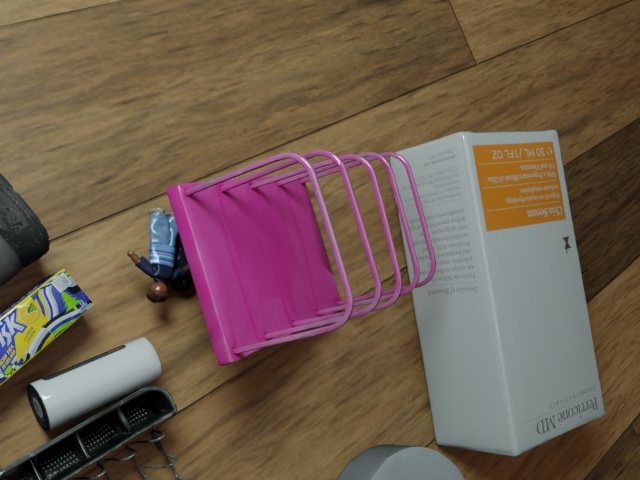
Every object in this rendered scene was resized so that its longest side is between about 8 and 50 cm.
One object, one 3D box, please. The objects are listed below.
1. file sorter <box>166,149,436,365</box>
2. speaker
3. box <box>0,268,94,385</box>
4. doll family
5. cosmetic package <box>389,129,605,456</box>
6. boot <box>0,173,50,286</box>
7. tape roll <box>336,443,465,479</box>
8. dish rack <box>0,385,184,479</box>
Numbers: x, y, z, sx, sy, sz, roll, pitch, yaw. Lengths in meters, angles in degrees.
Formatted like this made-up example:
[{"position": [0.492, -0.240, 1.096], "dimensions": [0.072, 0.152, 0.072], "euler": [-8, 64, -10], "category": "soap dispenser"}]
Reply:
[{"position": [0.000, 0.000, 0.870], "dimensions": [0.290, 0.182, 0.202], "euler": [-15, 88, -63], "category": "file sorter"}, {"position": [-0.247, 0.156, 0.800], "dimensions": [0.136, 0.055, 0.055], "euler": [-22, 92, -37], "category": "speaker"}, {"position": [-0.323, 0.104, 0.754], "dimensions": [0.169, 0.059, 0.054], "euler": [-45, 107, -34], "category": "box"}, {"position": [-0.150, 0.031, 0.893], "dimensions": [0.193, 0.076, 0.111], "euler": [11, 77, -28], "category": "doll family"}, {"position": [0.271, 0.068, 1.109], "dimensions": [0.230, 0.161, 0.453], "euler": [-9, 89, -37], "category": "cosmetic package"}, {"position": [-0.444, -0.049, 0.676], "dimensions": [0.223, 0.118, 0.338], "euler": [-44, 101, -29], "category": "boot"}, {"position": [0.113, 0.394, 0.993], "dimensions": [0.219, 0.072, 0.219], "euler": [10, 73, -34], "category": "tape roll"}, {"position": [-0.212, 0.319, 0.776], "dimensions": [0.208, 0.074, 0.272], "euler": [-27, 96, -36], "category": "dish rack"}]
